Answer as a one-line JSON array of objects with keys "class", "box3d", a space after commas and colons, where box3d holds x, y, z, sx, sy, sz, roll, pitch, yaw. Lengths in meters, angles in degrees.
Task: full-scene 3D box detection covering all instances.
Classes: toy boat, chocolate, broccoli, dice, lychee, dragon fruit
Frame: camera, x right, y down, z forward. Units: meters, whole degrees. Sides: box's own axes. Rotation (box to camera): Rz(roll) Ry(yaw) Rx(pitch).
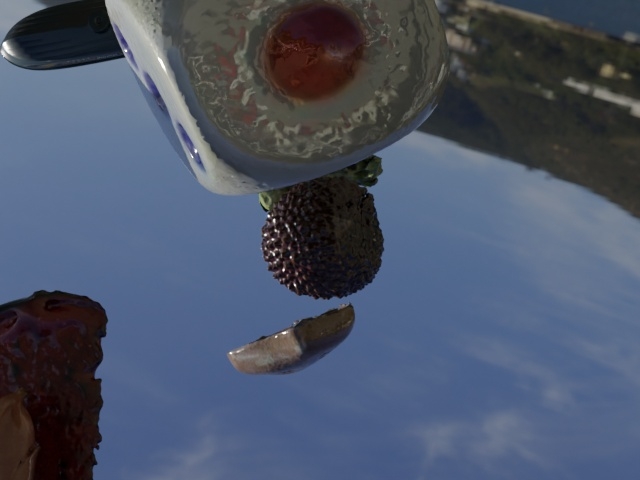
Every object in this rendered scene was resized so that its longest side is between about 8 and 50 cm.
[{"class": "toy boat", "box3d": [-0.461, -0.377, 2.098, 0.296, 0.114, 0.122, -7, 173, 17]}, {"class": "chocolate", "box3d": [-0.043, 0.183, 1.937, 0.161, 0.083, 0.261, -20, 176, -39]}, {"class": "broccoli", "box3d": [0.001, -0.102, 1.824, 0.199, 0.177, 0.275, 10, -153, -4]}, {"class": "dice", "box3d": [-0.054, -0.229, 1.318, 0.304, 0.277, 0.304, -29, -160, -10]}, {"class": "lychee", "box3d": [0.000, 0.000, 1.634, 0.188, 0.188, 0.188, 14, -167, -4]}, {"class": "dragon fruit", "box3d": [-0.379, 0.228, 1.367, 0.282, 0.343, 0.100, 4, 175, 7]}]

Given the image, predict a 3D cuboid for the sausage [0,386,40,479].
[{"class": "sausage", "box3d": [-0.347, 0.366, 1.206, 0.088, 0.433, 0.088, -2, 156, -1]}]
